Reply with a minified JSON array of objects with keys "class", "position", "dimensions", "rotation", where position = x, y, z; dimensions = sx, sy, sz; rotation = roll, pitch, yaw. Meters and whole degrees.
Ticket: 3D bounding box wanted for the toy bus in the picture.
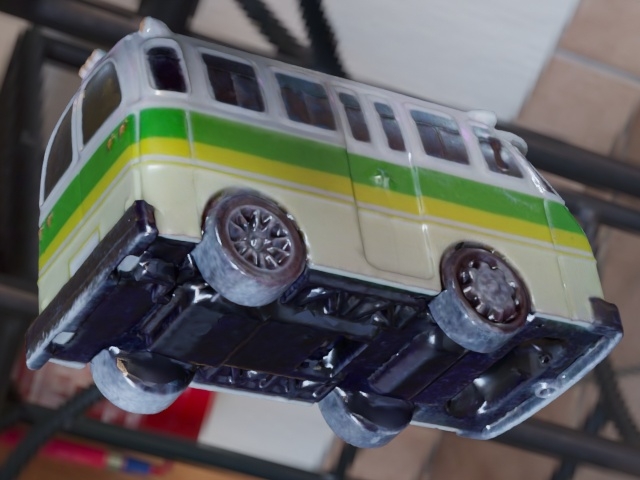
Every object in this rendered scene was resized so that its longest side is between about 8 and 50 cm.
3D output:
[{"class":"toy bus","position":[0.000,0.000,1.036],"dimensions":[0.143,0.305,0.179],"rotation":[-47,41,43]}]
